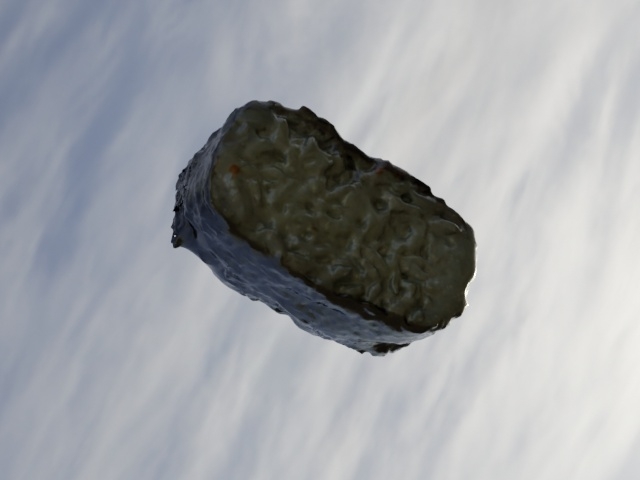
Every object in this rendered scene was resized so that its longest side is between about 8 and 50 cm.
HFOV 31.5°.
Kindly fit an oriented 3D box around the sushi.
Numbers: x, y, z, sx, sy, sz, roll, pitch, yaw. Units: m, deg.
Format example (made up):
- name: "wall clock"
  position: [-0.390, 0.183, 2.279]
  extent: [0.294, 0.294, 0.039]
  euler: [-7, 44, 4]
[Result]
- name: "sushi"
  position: [0.000, 0.000, 0.841]
  extent: [0.225, 0.127, 0.124]
  euler: [29, -115, -14]
